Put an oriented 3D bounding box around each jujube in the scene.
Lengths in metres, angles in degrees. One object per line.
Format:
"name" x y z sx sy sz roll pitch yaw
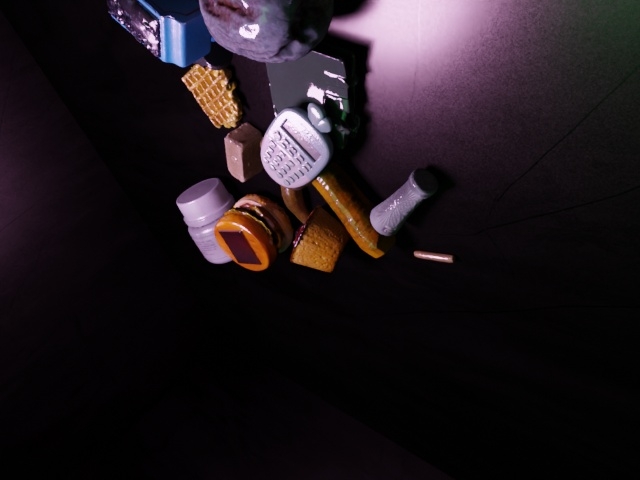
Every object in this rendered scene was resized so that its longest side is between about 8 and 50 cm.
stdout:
"jujube" -0.122 -0.513 0.958 0.308 0.215 0.246 38 128 29

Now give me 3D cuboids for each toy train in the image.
"toy train" -0.377 -0.606 1.129 0.300 0.265 0.188 41 151 5

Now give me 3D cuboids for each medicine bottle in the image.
"medicine bottle" -0.437 -0.083 1.881 0.245 0.245 0.306 11 136 46

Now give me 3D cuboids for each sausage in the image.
"sausage" 0.322 0.045 1.279 0.132 0.024 0.024 8 133 47

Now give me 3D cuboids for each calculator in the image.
"calculator" -0.061 -0.251 1.196 0.184 0.042 0.295 47 138 -4

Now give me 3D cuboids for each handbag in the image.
"handbag" -0.017 -0.384 1.131 0.260 0.079 0.247 30 148 25

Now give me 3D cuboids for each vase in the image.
"vase" 0.218 -0.100 1.169 0.096 0.096 0.219 44 148 3

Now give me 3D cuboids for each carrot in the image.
"carrot" 0.101 -0.086 1.315 0.302 0.114 0.114 52 151 -5

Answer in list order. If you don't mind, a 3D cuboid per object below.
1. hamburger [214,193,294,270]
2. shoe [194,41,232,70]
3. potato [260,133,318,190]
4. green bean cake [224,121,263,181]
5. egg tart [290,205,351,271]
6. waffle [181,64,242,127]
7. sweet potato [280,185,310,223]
"hamburger" -0.247 -0.039 1.710 0.291 0.225 0.291 25 144 20
"shoe" -0.347 -0.567 1.306 0.241 0.108 0.093 48 151 12
"potato" -0.093 -0.247 1.349 0.200 0.137 0.154 46 124 -1
"green bean cake" -0.255 -0.296 1.517 0.085 0.109 0.179 35 150 18
"egg tart" 0.000 0.000 1.482 0.171 0.215 0.215 26 148 4
"waffle" -0.326 -0.475 1.439 0.219 0.057 0.229 -9 121 56
"sweet potato" -0.086 -0.133 1.537 0.077 0.077 0.243 19 140 39
